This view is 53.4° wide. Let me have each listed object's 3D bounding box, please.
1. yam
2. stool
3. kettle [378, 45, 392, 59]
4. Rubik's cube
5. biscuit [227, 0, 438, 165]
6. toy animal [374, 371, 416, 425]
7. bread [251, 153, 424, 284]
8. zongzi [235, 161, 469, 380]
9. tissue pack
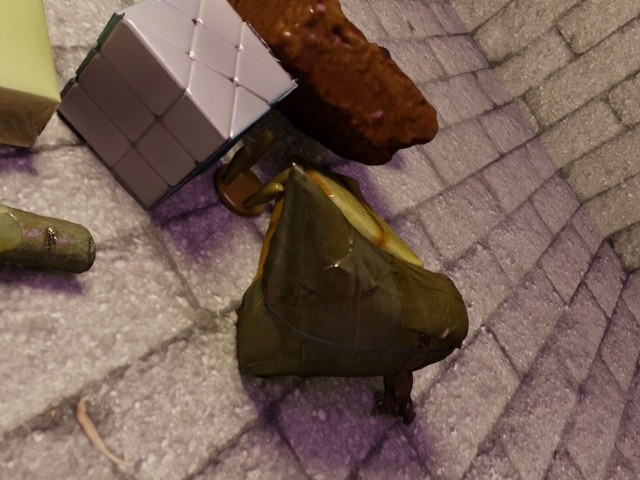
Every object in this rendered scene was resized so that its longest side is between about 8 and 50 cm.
[{"bbox_3d":[-0.358,-0.002,0.790,0.146,0.070,0.069,18,50,-41],"label":"yam"},{"bbox_3d":[-0.112,-0.113,1.119,0.135,0.110,0.134,18,49,-40],"label":"stool"},{"bbox_3d":[0.118,-0.333,1.537,0.202,0.144,0.232,-7,70,-30],"label":"kettle"},{"bbox_3d":[-0.217,-0.225,0.979,0.221,0.225,0.231,49,41,-10],"label":"Rubik's cube"},{"bbox_3d":[-0.002,-0.308,1.210,0.395,0.166,0.343,37,-6,-36],"label":"biscuit"},{"bbox_3d":[0.131,0.210,1.142,0.186,0.094,0.214,-7,96,-77],"label":"toy animal"},{"bbox_3d":[0.000,0.000,1.209,0.233,0.245,0.361,35,11,-24],"label":"bread"},{"bbox_3d":[0.082,0.052,0.898,0.356,0.393,0.174,1,48,-18],"label":"zongzi"},{"bbox_3d":[-0.452,-0.258,0.834,0.159,0.125,0.234,6,58,-46],"label":"tissue pack"}]
